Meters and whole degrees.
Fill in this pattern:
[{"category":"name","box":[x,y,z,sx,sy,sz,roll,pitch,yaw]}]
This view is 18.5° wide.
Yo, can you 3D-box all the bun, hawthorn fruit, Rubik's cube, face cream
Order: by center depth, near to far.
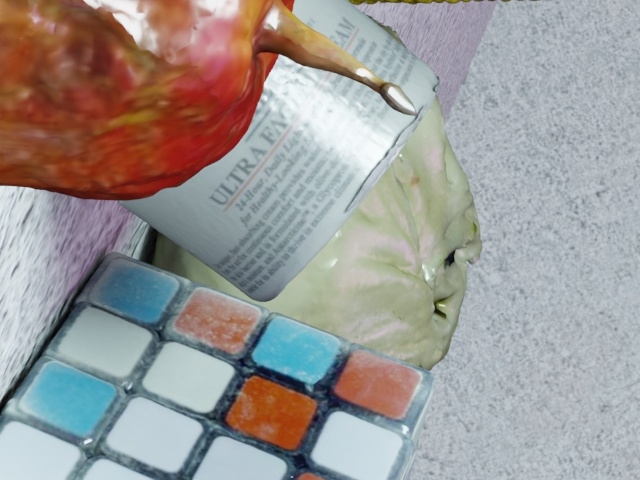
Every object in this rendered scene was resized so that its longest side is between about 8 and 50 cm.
[{"category":"hawthorn fruit","box":[-0.072,-0.100,0.704,0.207,0.243,0.207,23,90,-80]},{"category":"face cream","box":[-0.039,-0.073,1.149,0.177,0.153,0.177,-53,-174,8]},{"category":"Rubik's cube","box":[-0.094,0.206,1.330,0.253,0.256,0.259,-59,169,-50]},{"category":"bun","box":[0.000,0.000,1.551,0.326,0.234,0.362,-44,149,-59]}]

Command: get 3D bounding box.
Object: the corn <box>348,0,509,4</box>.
[{"category":"corn","box":[0.098,-0.216,1.363,0.115,0.318,0.115,-2,90,-83]}]
